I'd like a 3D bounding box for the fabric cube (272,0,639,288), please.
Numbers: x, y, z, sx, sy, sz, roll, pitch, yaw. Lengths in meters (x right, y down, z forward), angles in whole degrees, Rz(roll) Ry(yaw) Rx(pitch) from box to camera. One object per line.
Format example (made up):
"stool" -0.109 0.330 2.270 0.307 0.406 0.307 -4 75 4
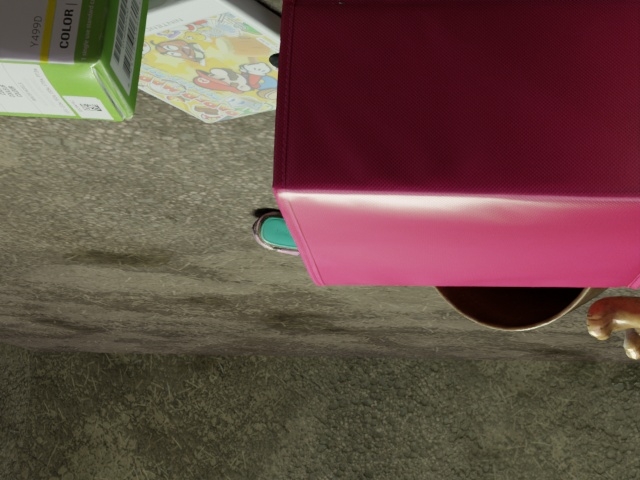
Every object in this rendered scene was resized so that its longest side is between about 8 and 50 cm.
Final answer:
"fabric cube" 0.115 -0.113 0.726 0.258 0.259 0.254 0 164 7

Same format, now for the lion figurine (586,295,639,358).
"lion figurine" 0.370 0.012 0.802 0.240 0.392 0.142 7 161 43

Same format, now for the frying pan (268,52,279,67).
"frying pan" 0.118 -0.148 0.985 0.326 0.053 0.197 4 166 0

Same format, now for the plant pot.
"plant pot" 0.242 -0.036 0.987 0.230 0.215 0.215 -7 177 -45

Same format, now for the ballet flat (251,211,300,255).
"ballet flat" 0.000 0.000 1.571 0.222 0.077 0.079 12 -178 -12

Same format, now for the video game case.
"video game case" -0.107 -0.177 0.991 0.206 0.026 0.227 -6 162 35

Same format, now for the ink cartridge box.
"ink cartridge box" -0.246 -0.187 0.667 0.255 0.188 0.097 3 166 3
